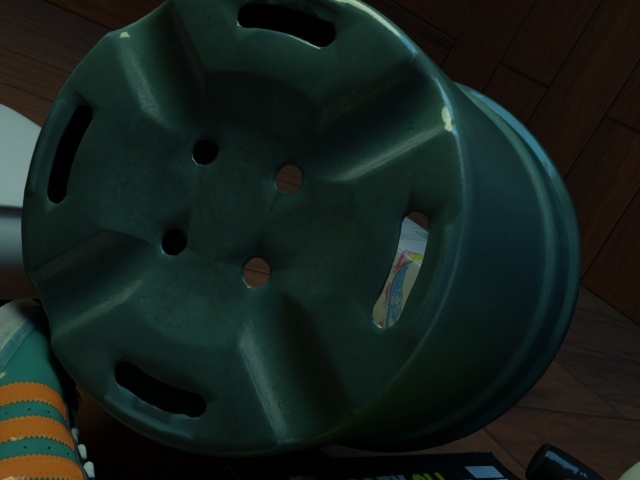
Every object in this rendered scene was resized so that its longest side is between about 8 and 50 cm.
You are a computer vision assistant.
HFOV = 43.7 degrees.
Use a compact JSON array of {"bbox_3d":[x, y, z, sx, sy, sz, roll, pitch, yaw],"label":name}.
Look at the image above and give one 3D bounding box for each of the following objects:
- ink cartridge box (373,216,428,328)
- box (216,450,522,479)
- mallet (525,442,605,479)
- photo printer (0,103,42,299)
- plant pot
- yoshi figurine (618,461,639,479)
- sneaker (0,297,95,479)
[{"bbox_3d":[0.142,0.076,1.116,0.306,0.131,0.226,38,16,27],"label":"ink cartridge box"},{"bbox_3d":[0.104,0.253,0.522,0.322,0.079,0.257,14,19,-48],"label":"box"},{"bbox_3d":[0.177,0.209,0.601,0.062,0.039,0.190,35,19,16],"label":"mallet"},{"bbox_3d":[-0.320,-0.049,0.680,0.256,0.107,0.308,37,16,27],"label":"photo printer"},{"bbox_3d":[0.000,0.000,0.559,0.341,0.341,0.334,34,6,19],"label":"plant pot"},{"bbox_3d":[0.118,0.196,0.355,0.362,0.203,0.203,-2,-9,-39],"label":"yoshi figurine"},{"bbox_3d":[-0.159,0.133,0.388,0.121,0.108,0.302,33,16,-13],"label":"sneaker"}]
